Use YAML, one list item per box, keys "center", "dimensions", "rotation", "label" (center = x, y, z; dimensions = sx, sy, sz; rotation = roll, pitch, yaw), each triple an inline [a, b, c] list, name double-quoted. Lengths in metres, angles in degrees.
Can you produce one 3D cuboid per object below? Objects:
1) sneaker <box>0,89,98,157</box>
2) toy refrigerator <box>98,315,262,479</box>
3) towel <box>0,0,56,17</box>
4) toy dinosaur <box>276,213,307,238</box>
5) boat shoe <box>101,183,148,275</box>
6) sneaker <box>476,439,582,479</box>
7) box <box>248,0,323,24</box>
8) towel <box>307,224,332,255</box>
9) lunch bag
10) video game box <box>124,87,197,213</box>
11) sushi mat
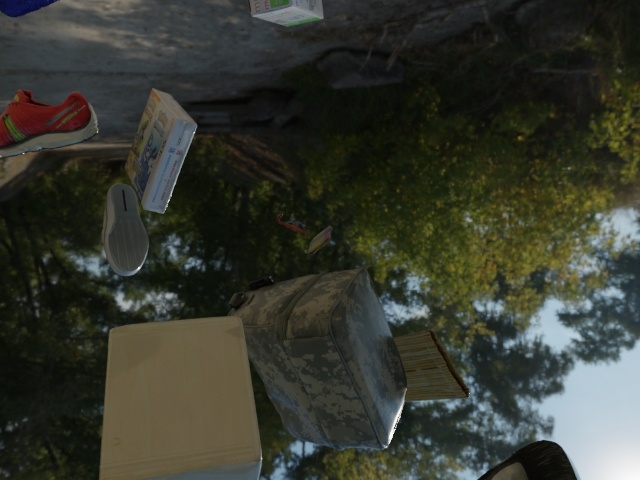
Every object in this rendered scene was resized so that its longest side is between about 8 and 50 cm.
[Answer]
- center: [-0.585, -0.233, 0.995]
  dimensions: [0.279, 0.118, 0.107]
  rotation: [-12, -160, -5]
  label: "sneaker"
- center: [-0.108, 0.181, 0.388]
  dimensions: [0.094, 0.269, 0.102]
  rotation: [-3, -134, -15]
  label: "toy refrigerator"
- center: [-0.395, -0.496, 0.753]
  dimensions: [0.308, 0.227, 0.076]
  rotation: [-37, -177, -15]
  label: "towel"
- center: [-0.083, -0.048, 1.441]
  dimensions: [0.082, 0.047, 0.090]
  rotation: [6, -152, -20]
  label: "toy dinosaur"
- center: [-0.404, -0.012, 1.043]
  dimensions: [0.083, 0.226, 0.075]
  rotation: [10, 138, -31]
  label: "boat shoe"
- center: [0.224, 0.325, 0.341]
  dimensions: [0.169, 0.257, 0.447]
  rotation: [-40, 166, 12]
  label: "sneaker"
- center: [-0.105, -0.722, 1.331]
  dimensions: [0.127, 0.261, 0.231]
  rotation: [-3, -167, 22]
  label: "box"
- center: [0.000, 0.000, 1.054]
  dimensions: [0.060, 0.009, 0.083]
  rotation: [-38, -166, 16]
  label: "towel"
- center: [-0.012, 0.214, 0.931]
  dimensions: [0.256, 0.305, 0.212]
  rotation: [-13, -159, 27]
  label: "lunch bag"
- center: [-0.319, -0.180, 0.994]
  dimensions: [0.048, 0.187, 0.205]
  rotation: [15, -160, -38]
  label: "video game box"
- center: [0.183, 0.284, 1.116]
  dimensions: [0.019, 0.151, 0.316]
  rotation: [-28, 177, -32]
  label: "sushi mat"
